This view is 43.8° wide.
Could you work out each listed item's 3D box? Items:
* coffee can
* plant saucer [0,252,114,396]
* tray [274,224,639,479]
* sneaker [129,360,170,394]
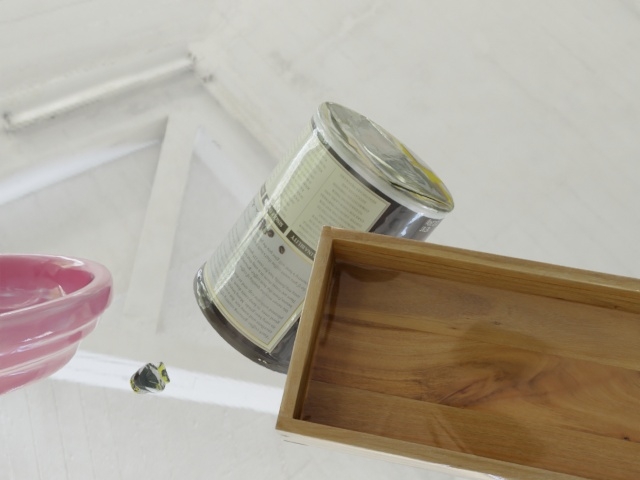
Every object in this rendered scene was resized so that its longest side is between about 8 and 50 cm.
[{"bbox_3d":[0.000,0.000,0.975,0.201,0.275,0.202,32,-157,-15],"label":"coffee can"},{"bbox_3d":[-0.363,0.082,0.746,0.332,0.332,0.084,-7,-79,-24],"label":"plant saucer"},{"bbox_3d":[0.182,0.123,0.740,0.410,0.076,0.203,10,-112,8],"label":"tray"},{"bbox_3d":[-0.174,0.142,0.791,0.035,0.083,0.031,-27,-97,0],"label":"sneaker"}]
